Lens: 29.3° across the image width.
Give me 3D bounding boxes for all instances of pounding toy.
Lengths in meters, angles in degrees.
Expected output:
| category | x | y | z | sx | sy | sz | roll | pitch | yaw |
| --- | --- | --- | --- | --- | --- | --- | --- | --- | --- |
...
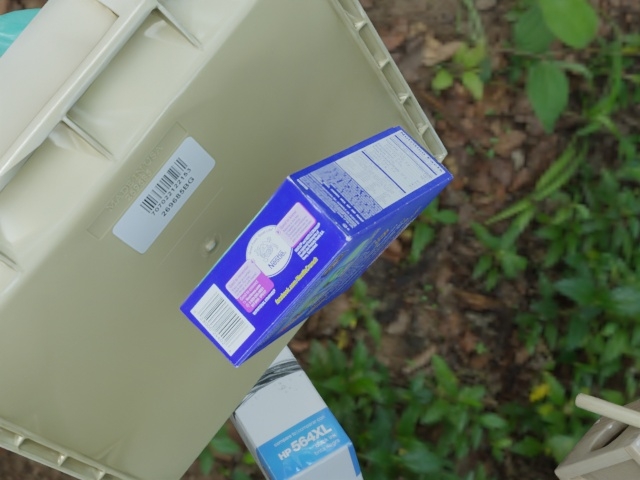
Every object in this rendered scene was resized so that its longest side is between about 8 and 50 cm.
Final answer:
| category | x | y | z | sx | sy | sz | roll | pitch | yaw |
| --- | --- | --- | --- | --- | --- | --- | --- | --- | --- |
| pounding toy | 0.295 | 0.172 | 1.024 | 0.181 | 0.206 | 0.094 | 48 | 61 | 2 |

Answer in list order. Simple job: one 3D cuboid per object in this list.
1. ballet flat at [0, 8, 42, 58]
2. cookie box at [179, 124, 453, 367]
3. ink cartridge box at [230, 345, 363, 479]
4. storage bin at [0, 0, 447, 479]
| category | x | y | z | sx | sy | sz | roll | pitch | yaw |
| --- | --- | --- | --- | --- | --- | --- | --- | --- | --- |
| ballet flat | -0.236 | -0.190 | 1.265 | 0.247 | 0.087 | 0.083 | -5 | 117 | -41 |
| cookie box | 0.000 | 0.000 | 0.557 | 0.040 | 0.092 | 0.107 | 47 | 32 | 9 |
| ink cartridge box | -0.044 | 0.177 | 1.251 | 0.086 | 0.203 | 0.148 | -29 | 148 | -9 |
| storage bin | -0.092 | -0.025 | 0.609 | 0.262 | 0.123 | 0.260 | -51 | 149 | -5 |
